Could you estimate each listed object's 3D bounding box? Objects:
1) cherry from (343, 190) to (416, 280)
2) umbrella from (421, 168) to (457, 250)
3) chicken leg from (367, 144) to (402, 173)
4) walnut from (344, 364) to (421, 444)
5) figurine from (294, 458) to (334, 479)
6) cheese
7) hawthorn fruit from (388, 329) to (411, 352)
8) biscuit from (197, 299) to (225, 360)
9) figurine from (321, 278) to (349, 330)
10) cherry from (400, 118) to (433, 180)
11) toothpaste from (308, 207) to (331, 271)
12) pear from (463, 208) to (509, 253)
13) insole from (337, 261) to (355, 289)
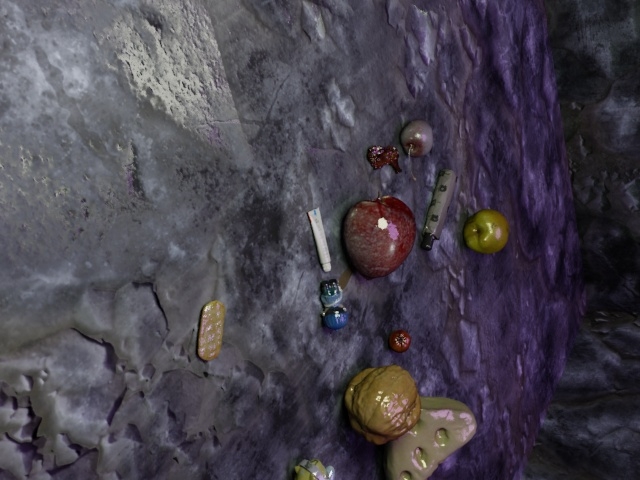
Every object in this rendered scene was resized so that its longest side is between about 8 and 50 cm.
[{"bbox_3d":[0.180,-0.011,1.712,0.230,0.203,0.300,-18,122,-50],"label":"cherry"},{"bbox_3d":[0.448,-0.118,2.117,0.073,0.067,0.337,30,71,-33],"label":"umbrella"},{"bbox_3d":[0.220,-0.271,1.844,0.205,0.053,0.093,3,115,-43],"label":"chicken leg"},{"bbox_3d":[0.202,0.516,1.791,0.257,0.257,0.224,-38,154,-41],"label":"walnut"},{"bbox_3d":[-0.032,0.727,1.600,0.209,0.129,0.183,-36,118,-37],"label":"figurine"},{"bbox_3d":[0.386,0.713,1.963,0.329,0.129,0.350,-4,96,-5],"label":"cheese"},{"bbox_3d":[0.280,0.361,1.973,0.093,0.081,0.081,79,32,-65],"label":"hawthorn fruit"},{"bbox_3d":[-0.263,0.217,1.345,0.071,0.018,0.146,9,87,-49],"label":"biscuit"},{"bbox_3d":[0.043,0.192,1.667,0.086,0.087,0.149,-12,105,-10],"label":"figurine"},{"bbox_3d":[0.342,-0.335,1.949,0.148,0.115,0.188,-101,170,-49],"label":"cherry"},{"bbox_3d":[0.000,0.000,1.628,0.048,0.031,0.190,-28,112,-42],"label":"toothpaste"},{"bbox_3d":[0.694,-0.036,2.326,0.200,0.200,0.199,-8,100,-49],"label":"pear"},{"bbox_3d":[0.087,0.109,1.763,0.135,0.002,0.045,-53,131,-32],"label":"insole"}]
